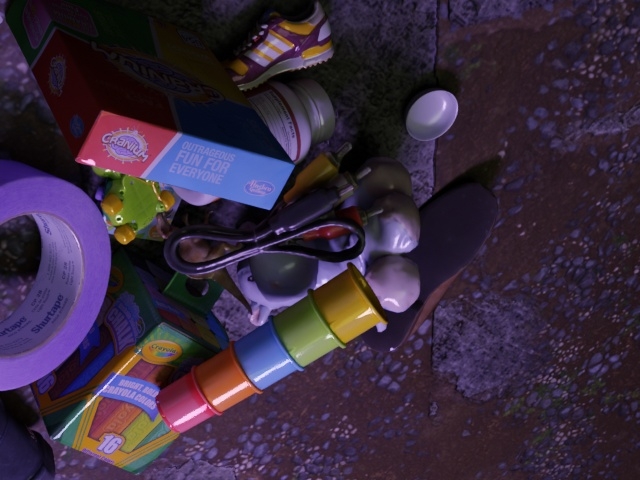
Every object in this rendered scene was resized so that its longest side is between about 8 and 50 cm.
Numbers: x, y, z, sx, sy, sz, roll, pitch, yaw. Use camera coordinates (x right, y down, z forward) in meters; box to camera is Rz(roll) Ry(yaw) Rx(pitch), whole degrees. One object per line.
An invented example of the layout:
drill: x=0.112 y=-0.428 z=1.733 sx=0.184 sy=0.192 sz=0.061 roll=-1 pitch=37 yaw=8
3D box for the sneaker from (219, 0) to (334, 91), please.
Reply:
sneaker: x=-0.076 y=-0.249 z=1.565 sx=0.186 sy=0.069 sz=0.083 roll=-23 pitch=120 yaw=-15

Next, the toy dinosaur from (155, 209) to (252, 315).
toy dinosaur: x=-0.148 y=0.022 z=1.659 sx=0.092 sy=0.183 sz=0.053 roll=-51 pitch=-172 yaw=-36

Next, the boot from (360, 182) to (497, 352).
boot: x=0.174 y=0.038 z=1.929 sx=0.305 sy=0.112 sz=0.115 roll=-55 pitch=161 yaw=13

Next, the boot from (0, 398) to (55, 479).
boot: x=-0.601 y=0.263 z=1.612 sx=0.367 sy=0.146 sz=0.445 roll=-36 pitch=138 yaw=-10

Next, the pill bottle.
pill bottle: x=-0.092 y=-0.135 z=1.583 sx=0.216 sy=0.121 sz=0.121 roll=-26 pitch=136 yaw=-32

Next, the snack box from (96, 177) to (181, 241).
snack box: x=-0.231 y=-0.071 z=1.631 sx=0.100 sy=0.037 sz=0.141 roll=10 pitch=120 yaw=-33

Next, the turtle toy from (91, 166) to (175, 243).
turtle toy: x=-0.247 y=-0.065 z=1.555 sx=0.095 sy=0.066 sz=0.130 roll=-42 pitch=136 yaw=-26

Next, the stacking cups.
stacking cups: x=-0.069 y=0.149 z=1.596 sx=0.316 sy=0.096 sz=0.096 roll=-32 pitch=135 yaw=5

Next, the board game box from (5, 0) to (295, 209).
board game box: x=-0.196 y=-0.168 z=1.379 sx=0.242 sy=0.316 sz=0.064 roll=13 pitch=118 yaw=-37

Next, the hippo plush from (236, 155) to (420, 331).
hippo plush: x=0.000 y=0.000 z=1.744 sx=0.237 sy=0.234 sz=0.294 roll=0 pitch=170 yaw=-8

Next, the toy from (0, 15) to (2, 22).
toy: x=-0.458 y=-0.306 z=1.303 sx=0.137 sy=0.056 sz=0.237 roll=-28 pitch=129 yaw=-2

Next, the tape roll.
tape roll: x=-0.391 y=0.042 z=1.518 sx=0.275 sy=0.090 sz=0.274 roll=-27 pitch=127 yaw=-43

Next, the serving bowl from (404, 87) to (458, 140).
serving bowl: x=0.154 y=-0.185 z=1.764 sx=0.083 sy=0.027 sz=0.083 roll=-15 pitch=131 yaw=-18

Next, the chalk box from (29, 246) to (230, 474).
chalk box: x=-0.240 y=0.146 z=1.701 sx=0.289 sy=0.179 sz=0.180 roll=-46 pitch=134 yaw=10

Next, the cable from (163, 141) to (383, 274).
cable: x=-0.055 y=-0.009 z=1.607 sx=0.287 sy=0.072 sz=0.139 roll=-25 pitch=98 yaw=10
